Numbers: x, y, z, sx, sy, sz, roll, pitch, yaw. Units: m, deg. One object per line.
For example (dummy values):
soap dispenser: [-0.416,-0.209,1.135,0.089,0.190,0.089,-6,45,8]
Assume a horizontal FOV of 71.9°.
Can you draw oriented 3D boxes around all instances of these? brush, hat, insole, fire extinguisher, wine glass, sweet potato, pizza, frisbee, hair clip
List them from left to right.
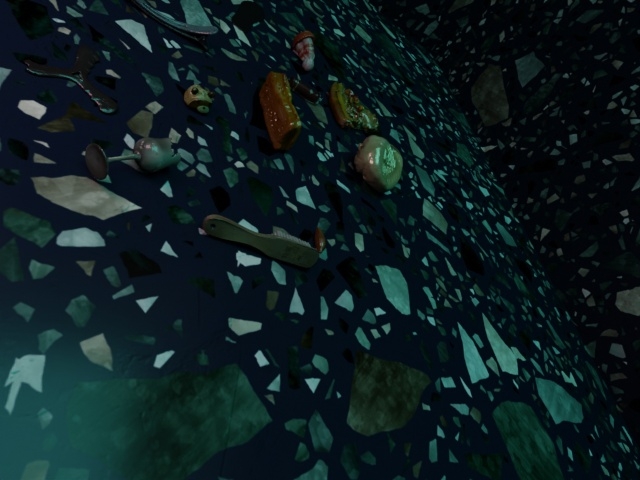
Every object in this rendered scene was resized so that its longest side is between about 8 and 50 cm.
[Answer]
frisbee: [-0.576,-0.381,1.021,0.187,0.012,0.211,-12,69,-51]
wine glass: [-0.406,-0.185,0.977,0.079,0.079,0.195,55,37,6]
hair clip: [-0.465,-0.684,1.376,0.275,0.083,0.048,14,54,-30]
hat: [-0.345,-0.409,1.259,0.077,0.059,0.076,17,42,-31]
insole: [-0.294,-0.923,1.808,0.109,0.007,0.322,34,39,-20]
brush: [-0.145,-0.005,1.121,0.327,0.070,0.065,20,28,-33]
fire extinguisher: [-0.055,-0.585,1.739,0.158,0.043,0.064,24,73,-32]
hat: [-0.059,-0.803,1.897,0.094,0.112,0.162,-13,78,-22]
sweet potato: [0.000,0.000,1.291,0.034,0.034,0.095,22,48,-34]
pizza: [0.145,-0.538,1.893,0.288,0.074,0.251,36,41,-17]

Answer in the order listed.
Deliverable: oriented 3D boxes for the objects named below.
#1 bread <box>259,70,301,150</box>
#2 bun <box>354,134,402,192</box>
bread: [-0.128,-0.429,1.444,0.077,0.139,0.271,4,54,-34]
bun: [0.215,-0.297,1.704,0.229,0.145,0.229,-6,97,-54]
